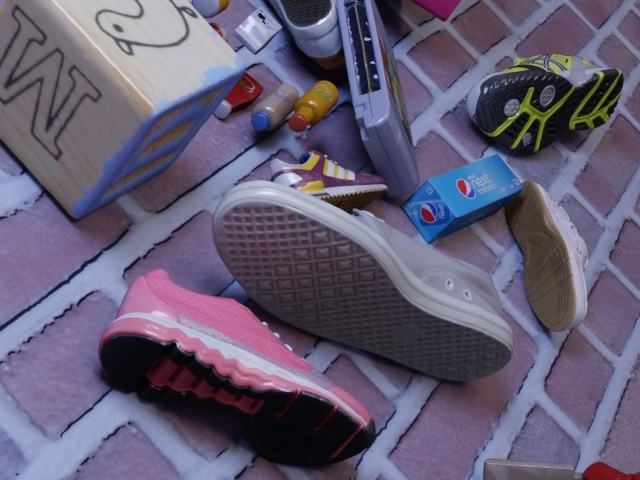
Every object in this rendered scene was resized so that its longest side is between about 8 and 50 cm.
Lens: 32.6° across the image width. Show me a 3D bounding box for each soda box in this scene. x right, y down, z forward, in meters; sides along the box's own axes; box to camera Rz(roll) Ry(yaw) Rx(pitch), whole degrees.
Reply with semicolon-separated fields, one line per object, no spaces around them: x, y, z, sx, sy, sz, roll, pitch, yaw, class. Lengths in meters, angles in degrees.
0.212;-0.065;1.610;0.210;0.067;0.071;-21;71;-51;soda box

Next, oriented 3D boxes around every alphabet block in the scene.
-0.236;-0.176;1.190;0.197;0.193;0.192;47;36;2;alphabet block

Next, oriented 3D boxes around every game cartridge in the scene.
0.082;-0.218;1.558;0.196;0.060;0.294;66;14;-55;game cartridge

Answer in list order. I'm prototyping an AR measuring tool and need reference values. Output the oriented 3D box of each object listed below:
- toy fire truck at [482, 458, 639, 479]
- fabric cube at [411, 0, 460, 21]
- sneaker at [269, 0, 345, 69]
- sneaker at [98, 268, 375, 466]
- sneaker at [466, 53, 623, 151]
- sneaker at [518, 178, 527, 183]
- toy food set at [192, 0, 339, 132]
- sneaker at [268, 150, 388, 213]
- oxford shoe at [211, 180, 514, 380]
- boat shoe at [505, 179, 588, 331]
0.309;0.351;1.254;0.158;0.217;0.246;10;8;-37;toy fire truck
0.135;-0.553;1.776;0.258;0.254;0.259;26;17;-25;fabric cube
-0.028;-0.361;1.662;0.123;0.106;0.290;59;11;-46;sneaker
-0.070;0.123;1.134;0.314;0.116;0.136;29;39;-20;sneaker
0.367;-0.249;1.903;0.385;0.145;0.147;-10;32;-45;sneaker
0.324;-0.076;1.755;0.083;0.032;0.037;-5;59;-45;sneaker
-0.098;-0.222;1.427;0.232;0.111;0.104;45;37;-5;toy food set
0.014;-0.083;1.439;0.185;0.069;0.084;-8;67;-48;sneaker
0.055;0.037;1.293;0.449;0.169;0.130;27;43;-34;oxford shoe
0.361;0.025;1.641;0.096;0.098;0.277;21;42;-27;boat shoe
